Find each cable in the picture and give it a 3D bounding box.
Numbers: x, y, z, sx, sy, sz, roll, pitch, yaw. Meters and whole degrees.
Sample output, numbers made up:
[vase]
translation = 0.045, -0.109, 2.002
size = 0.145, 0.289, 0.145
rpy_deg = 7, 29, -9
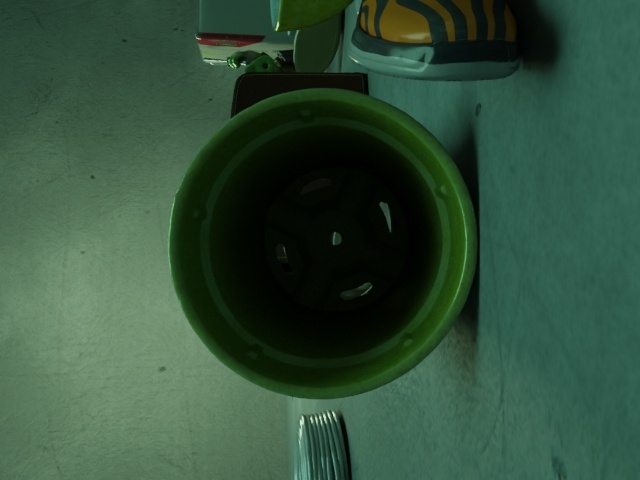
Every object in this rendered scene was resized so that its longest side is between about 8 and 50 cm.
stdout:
[cable]
translation = -0.003, 0.462, 1.491
size = 0.257, 0.089, 0.257
rpy_deg = 97, 169, -49

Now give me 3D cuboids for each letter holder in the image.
[letter holder]
translation = -0.036, -0.094, 1.200
size = 0.152, 0.214, 0.302
rpy_deg = 113, 156, -73

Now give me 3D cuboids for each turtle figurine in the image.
[turtle figurine]
translation = -0.124, -0.311, 1.652
size = 0.266, 0.274, 0.198
rpy_deg = -90, -5, -77

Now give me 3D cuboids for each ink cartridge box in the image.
[ink cartridge box]
translation = -0.148, -0.517, 1.808
size = 0.384, 0.279, 0.161
rpy_deg = -143, 53, -81

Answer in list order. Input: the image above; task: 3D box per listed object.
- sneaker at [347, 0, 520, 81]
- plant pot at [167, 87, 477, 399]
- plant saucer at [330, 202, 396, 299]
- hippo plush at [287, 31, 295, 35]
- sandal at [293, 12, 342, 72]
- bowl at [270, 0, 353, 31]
[sneaker]
translation = 0.081, -0.243, 0.603
size = 0.321, 0.124, 0.180
rpy_deg = -103, 13, -60
[plant pot]
translation = 0.010, 0.002, 0.801
size = 0.254, 0.276, 0.276
rpy_deg = -7, -84, -85
[plant saucer]
translation = 0.050, -0.002, 1.033
size = 0.168, 0.029, 0.169
rpy_deg = -16, 70, 53
[hippo plush]
translation = -0.101, -0.560, 1.294
size = 0.294, 0.236, 0.234
rpy_deg = -51, 39, 41
[sandal]
translation = 0.015, -0.425, 1.437
size = 0.079, 0.088, 0.240
rpy_deg = -46, -27, -53
[bowl]
translation = 0.019, -0.409, 0.962
size = 0.289, 0.156, 0.290
rpy_deg = 179, 90, -83
